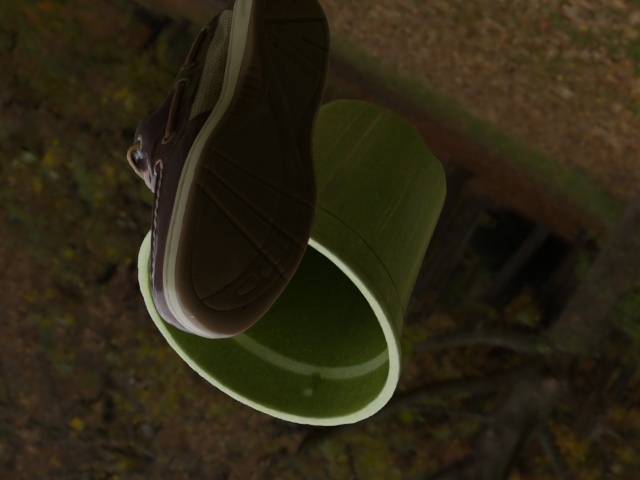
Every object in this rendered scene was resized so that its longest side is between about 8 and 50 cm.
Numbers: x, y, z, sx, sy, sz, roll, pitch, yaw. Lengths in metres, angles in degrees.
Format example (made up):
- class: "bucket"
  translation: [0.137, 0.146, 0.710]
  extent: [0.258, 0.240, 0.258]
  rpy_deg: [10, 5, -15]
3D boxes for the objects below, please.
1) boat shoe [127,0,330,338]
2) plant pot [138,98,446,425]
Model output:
- class: "boat shoe"
  translation: [-0.082, -0.066, 1.027]
  extent: [0.123, 0.342, 0.123]
  rpy_deg: [-19, 138, 35]
- class: "plant pot"
  translation: [0.000, 0.000, 1.314]
  extent: [0.276, 0.276, 0.254]
  rpy_deg: [31, -132, 4]
